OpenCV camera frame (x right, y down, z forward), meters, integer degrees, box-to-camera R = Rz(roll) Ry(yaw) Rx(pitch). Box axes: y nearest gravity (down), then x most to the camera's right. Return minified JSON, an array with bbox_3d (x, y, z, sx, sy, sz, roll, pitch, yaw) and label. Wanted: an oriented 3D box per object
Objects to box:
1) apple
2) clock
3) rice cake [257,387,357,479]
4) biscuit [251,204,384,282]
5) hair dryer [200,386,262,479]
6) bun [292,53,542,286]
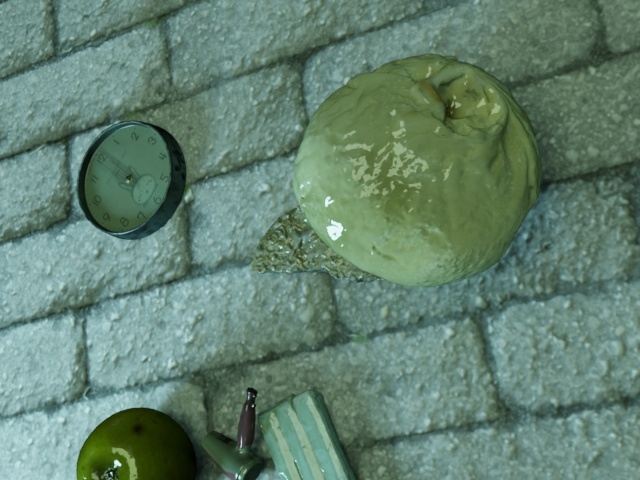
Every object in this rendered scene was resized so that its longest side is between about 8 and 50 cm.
[{"bbox_3d":[-0.299,0.364,1.724,0.197,0.157,0.196,-1,88,24],"label":"apple"},{"bbox_3d":[-0.340,-0.109,1.901,0.215,0.042,0.214,-6,78,26],"label":"clock"},{"bbox_3d":[-0.016,0.338,1.650,0.124,0.038,0.211,-28,68,20],"label":"rice cake"},{"bbox_3d":[0.004,-0.003,1.712,0.250,0.032,0.133,3,80,28],"label":"biscuit"},{"bbox_3d":[-0.125,0.299,1.689,0.106,0.054,0.154,35,114,32],"label":"hair dryer"},{"bbox_3d":[0.142,-0.118,1.489,0.353,0.227,0.348,5,54,-9],"label":"bun"}]
